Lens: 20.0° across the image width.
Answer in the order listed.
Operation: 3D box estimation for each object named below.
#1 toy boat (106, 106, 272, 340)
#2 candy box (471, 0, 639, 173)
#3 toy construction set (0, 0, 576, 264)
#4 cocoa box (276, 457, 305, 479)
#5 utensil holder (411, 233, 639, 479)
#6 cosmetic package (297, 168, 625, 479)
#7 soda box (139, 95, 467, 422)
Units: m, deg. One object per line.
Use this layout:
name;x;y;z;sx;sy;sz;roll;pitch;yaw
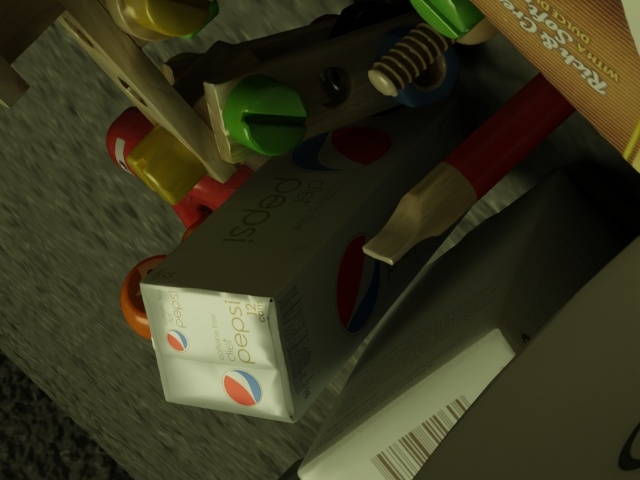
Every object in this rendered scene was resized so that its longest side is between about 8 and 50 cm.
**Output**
toy boat;-0.076;0.008;1.252;0.151;0.151;0.231;25;153;52
candy box;0.052;-0.181;0.590;0.316;0.087;0.183;45;164;3
toy construction set;-0.059;-0.085;0.833;0.309;0.237;0.257;36;160;34
cocoa box;0.013;0.348;1.686;0.228;0.231;0.347;47;164;0
utensil holder;0.228;0.169;0.497;0.385;0.327;0.327;45;164;-6
cosmetic package;0.080;0.059;0.832;0.085;0.117;0.231;51;-157;-5
soda box;0.000;0.000;0.899;0.073;0.216;0.069;6;121;27
